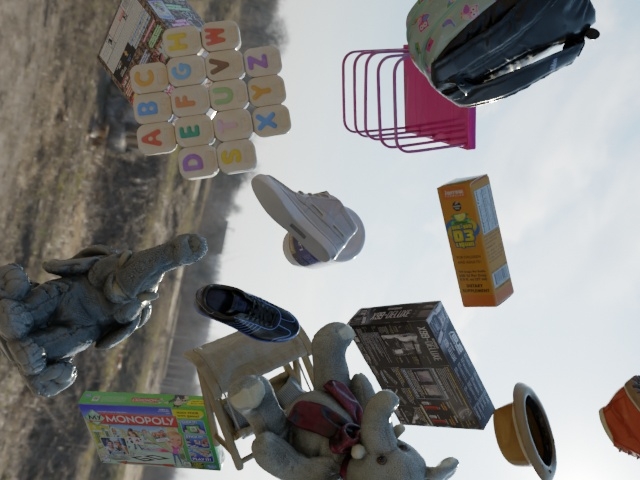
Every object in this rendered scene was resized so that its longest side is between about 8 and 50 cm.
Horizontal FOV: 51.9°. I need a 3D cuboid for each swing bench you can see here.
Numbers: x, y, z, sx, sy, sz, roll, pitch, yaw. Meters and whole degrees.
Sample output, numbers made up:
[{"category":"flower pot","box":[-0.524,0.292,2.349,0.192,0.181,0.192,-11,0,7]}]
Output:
[{"category":"swing bench","box":[-0.138,0.327,1.488,0.165,0.253,0.255,11,-61,59]}]

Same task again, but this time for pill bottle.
[{"category":"pill bottle","box":[0.000,0.000,1.807,0.264,0.153,0.153,-21,-122,63]}]

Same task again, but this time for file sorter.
[{"category":"file sorter","box":[0.176,-0.305,1.396,0.290,0.182,0.202,-139,-137,-65]}]

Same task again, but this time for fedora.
[{"category":"fedora","box":[0.384,0.369,1.255,0.079,0.194,0.194,-21,-133,29]}]

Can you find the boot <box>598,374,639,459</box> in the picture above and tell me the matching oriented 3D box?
[{"category":"boot","box":[0.413,0.258,0.821,0.084,0.059,0.158,-56,-139,36]}]

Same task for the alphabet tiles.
[{"category":"alphabet tiles","box":[-0.199,-0.256,1.188,0.021,0.278,0.284,97,-15,-83]}]

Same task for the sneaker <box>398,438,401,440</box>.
[{"category":"sneaker","box":[0.185,0.562,1.746,0.134,0.051,0.070,2,-82,64]}]

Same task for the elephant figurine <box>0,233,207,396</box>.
[{"category":"elephant figurine","box":[-0.274,0.073,0.820,0.186,0.239,0.169,33,-40,37]}]

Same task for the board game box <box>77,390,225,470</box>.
[{"category":"board game box","box":[-0.405,0.461,1.594,0.046,0.317,0.213,-74,161,-56]}]

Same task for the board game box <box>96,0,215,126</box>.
[{"category":"board game box","box":[-0.364,-0.423,1.564,0.141,0.291,0.232,-22,160,-50]}]

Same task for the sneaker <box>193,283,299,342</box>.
[{"category":"sneaker","box":[-0.144,0.149,1.335,0.090,0.232,0.081,141,-36,-67]}]

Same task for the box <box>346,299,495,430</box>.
[{"category":"box","box":[0.226,0.288,1.506,0.242,0.307,0.076,-13,-158,46]}]

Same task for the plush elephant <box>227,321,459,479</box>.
[{"category":"plush elephant","box":[0.051,0.315,1.013,0.255,0.272,0.330,-5,-83,44]}]

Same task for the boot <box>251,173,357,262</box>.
[{"category":"boot","box":[-0.033,-0.077,1.501,0.123,0.258,0.095,-48,-171,-29]}]

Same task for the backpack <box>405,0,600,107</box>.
[{"category":"backpack","box":[0.184,-0.230,0.698,0.182,0.152,0.115,-34,-132,15]}]

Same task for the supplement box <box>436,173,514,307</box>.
[{"category":"supplement box","box":[0.282,0.002,1.200,0.078,0.080,0.233,-6,-78,44]}]
